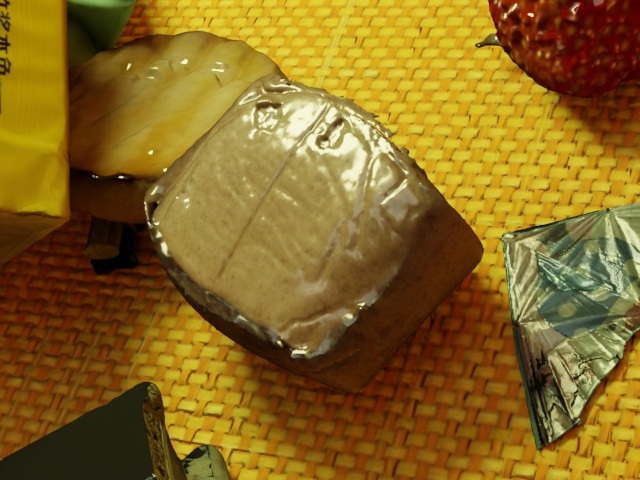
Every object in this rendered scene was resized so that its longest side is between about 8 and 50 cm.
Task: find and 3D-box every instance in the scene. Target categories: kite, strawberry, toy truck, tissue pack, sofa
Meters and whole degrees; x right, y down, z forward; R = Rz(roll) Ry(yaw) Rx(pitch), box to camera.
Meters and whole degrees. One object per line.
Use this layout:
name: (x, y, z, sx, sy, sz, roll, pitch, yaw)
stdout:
kite: (0.289, 0.059, 1.331, 0.314, 0.011, 0.335, 28, 71, 36)
strawberry: (0.266, -0.316, 1.481, 0.292, 0.292, 0.343, 26, 83, 37)
toy truck: (-0.229, -0.011, 1.588, 0.049, 0.054, 0.083, -9, 52, 19)
tissue pack: (-0.401, -0.169, 1.485, 0.293, 0.228, 0.382, -26, 65, 52)
sofa: (-0.197, 0.286, 1.308, 0.258, 0.182, 0.200, -29, 31, 1)

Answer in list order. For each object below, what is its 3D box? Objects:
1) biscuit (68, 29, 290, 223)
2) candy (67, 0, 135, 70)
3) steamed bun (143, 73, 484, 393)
biscuit: (-0.169, -0.120, 1.585, 0.296, 0.102, 0.296, -5, 40, 4)
candy: (-0.373, -0.237, 1.739, 0.398, 0.172, 0.263, -39, 31, 13)
steamed bun: (0.000, 0.000, 1.388, 0.251, 0.199, 0.301, -51, 56, 3)
